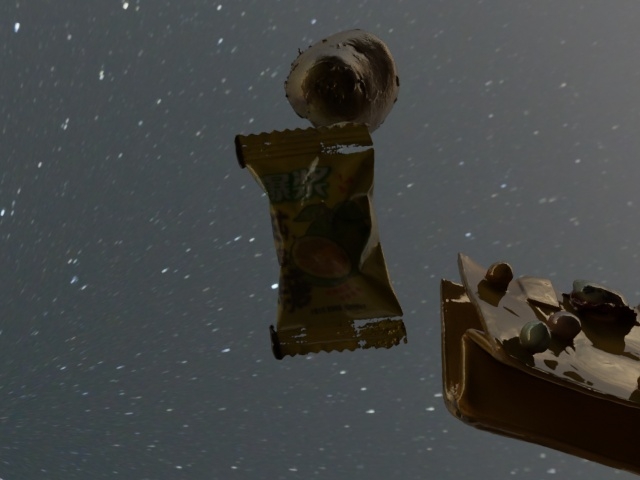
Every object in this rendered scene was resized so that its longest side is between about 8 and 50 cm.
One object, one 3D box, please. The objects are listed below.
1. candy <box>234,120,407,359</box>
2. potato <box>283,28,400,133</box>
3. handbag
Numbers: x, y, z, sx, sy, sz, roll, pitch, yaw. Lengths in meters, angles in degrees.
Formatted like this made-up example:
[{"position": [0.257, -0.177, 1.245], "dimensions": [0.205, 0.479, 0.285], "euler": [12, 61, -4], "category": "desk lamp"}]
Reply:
[{"position": [0.000, 0.000, 1.282], "dimensions": [0.187, 0.081, 0.297], "euler": [-7, -81, 14], "category": "candy"}, {"position": [0.041, -0.235, 1.417], "dimensions": [0.164, 0.081, 0.200], "euler": [41, -136, 0], "category": "potato"}, {"position": [0.344, 0.141, 1.208], "dimensions": [0.401, 0.283, 0.133], "euler": [16, -66, -6], "category": "handbag"}]
